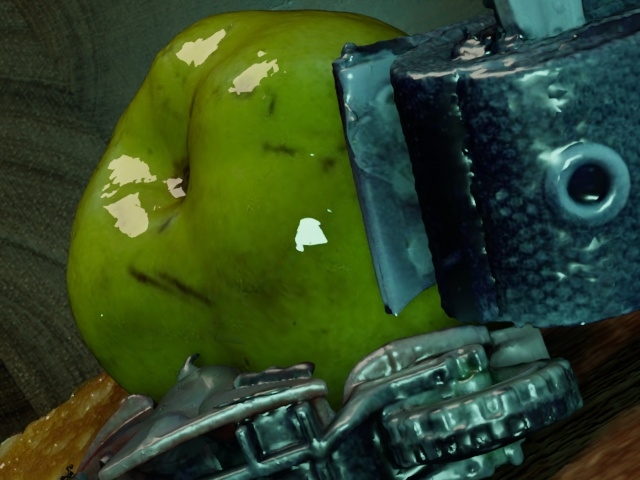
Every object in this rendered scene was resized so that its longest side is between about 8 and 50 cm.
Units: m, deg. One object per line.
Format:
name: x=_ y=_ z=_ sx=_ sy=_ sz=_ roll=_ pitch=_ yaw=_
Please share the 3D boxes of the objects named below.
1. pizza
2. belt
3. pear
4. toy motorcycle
pizza: x=-0.171 y=0.159 z=1.196 sx=0.226 sy=0.069 sz=0.147 roll=-35 pitch=22 yaw=32
belt: x=0.120 y=-0.059 z=0.597 sx=0.218 sy=0.128 sz=0.122 roll=-20 pitch=15 yaw=-35
pear: x=0.000 y=0.000 z=0.706 sx=0.200 sy=0.200 sz=0.200 roll=-33 pitch=2 yaw=2
toy motorcycle: x=-0.012 y=0.080 z=0.584 sx=0.213 sy=0.082 sz=0.122 roll=-20 pitch=9 yaw=8
